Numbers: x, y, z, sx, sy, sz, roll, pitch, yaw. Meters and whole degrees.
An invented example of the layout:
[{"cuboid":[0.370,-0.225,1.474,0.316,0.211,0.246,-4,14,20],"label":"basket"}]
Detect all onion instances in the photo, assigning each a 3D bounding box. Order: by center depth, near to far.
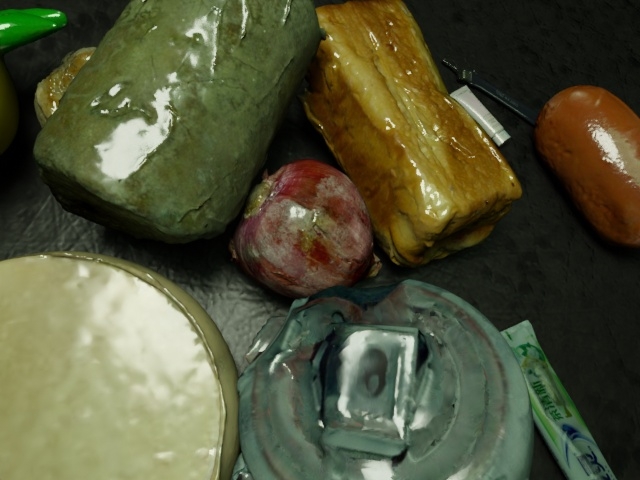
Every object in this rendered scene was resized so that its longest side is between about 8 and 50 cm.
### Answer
[{"cuboid":[0.000,0.000,0.526,0.195,0.160,0.159,30,66,-26],"label":"onion"}]

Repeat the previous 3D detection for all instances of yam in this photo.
[{"cuboid":[-0.138,-0.139,0.470,0.195,0.195,0.299,26,78,-1],"label":"yam"}]

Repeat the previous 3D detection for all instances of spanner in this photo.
[{"cuboid":[0.285,-0.237,0.729,0.209,0.012,0.046,34,67,2],"label":"spanner"}]

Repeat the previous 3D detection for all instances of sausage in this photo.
[{"cuboid":[0.410,-0.104,0.647,0.133,0.133,0.258,-23,77,-17],"label":"sausage"}]

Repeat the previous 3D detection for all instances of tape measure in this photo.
[{"cuboid":[0.054,0.162,0.409,0.257,0.147,0.274,-1,47,14],"label":"tape measure"}]

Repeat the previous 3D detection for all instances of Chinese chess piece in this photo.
[{"cuboid":[-0.242,0.174,0.417,0.339,0.140,0.337,3,70,-8],"label":"Chinese chess piece"}]

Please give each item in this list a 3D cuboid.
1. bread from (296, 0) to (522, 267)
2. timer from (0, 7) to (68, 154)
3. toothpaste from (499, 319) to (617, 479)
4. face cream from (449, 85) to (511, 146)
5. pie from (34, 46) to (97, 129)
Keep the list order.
[{"cuboid":[0.099,-0.139,0.589,0.195,0.149,0.343,-18,74,-28],"label":"bread"},{"cuboid":[-0.397,-0.194,0.456,0.286,0.285,0.284,3,70,-10],"label":"timer"},{"cuboid":[0.302,0.243,0.549,0.075,0.048,0.296,-21,73,-16],"label":"toothpaste"},{"cuboid":[0.248,-0.194,0.703,0.038,0.020,0.115,-33,77,-19],"label":"face cream"},{"cuboid":[-0.245,-0.152,0.562,0.194,0.079,0.163,11,74,-15],"label":"pie"}]
